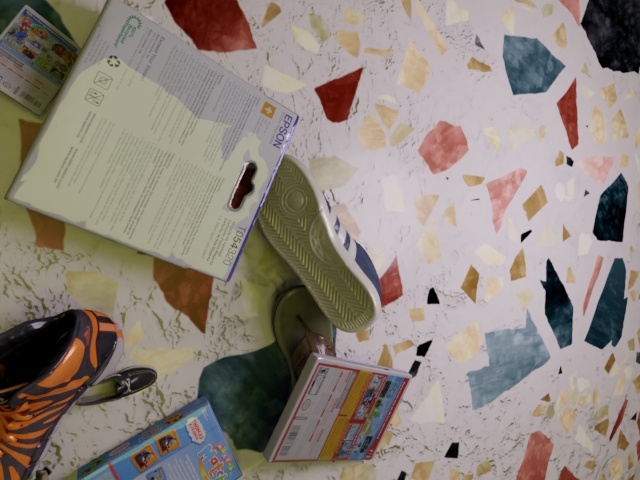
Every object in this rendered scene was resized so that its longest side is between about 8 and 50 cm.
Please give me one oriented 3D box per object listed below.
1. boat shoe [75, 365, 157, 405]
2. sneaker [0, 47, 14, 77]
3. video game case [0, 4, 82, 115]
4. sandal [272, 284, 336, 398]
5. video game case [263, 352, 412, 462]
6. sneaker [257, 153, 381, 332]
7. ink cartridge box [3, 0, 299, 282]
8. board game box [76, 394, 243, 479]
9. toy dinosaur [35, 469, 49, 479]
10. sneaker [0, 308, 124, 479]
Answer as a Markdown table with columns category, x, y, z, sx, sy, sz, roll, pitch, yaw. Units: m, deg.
| category | x | y | z | sx | sy | sz | roll | pitch | yaw |
| --- | --- | --- | --- | --- | --- | --- | --- | --- | --- |
| boat shoe | -0.320 | 0.228 | 0.657 | 0.125 | 0.038 | 0.046 | -2 | 93 | -28 |
| sneaker | -0.443 | -0.252 | 0.580 | 0.035 | 0.031 | 0.083 | -7 | 100 | -41 |
| video game case | -0.404 | -0.251 | 0.588 | 0.087 | 0.011 | 0.122 | 38 | 67 | -40 |
| sandal | -0.009 | 0.229 | 0.795 | 0.120 | 0.086 | 0.302 | -14 | 99 | -27 |
| video game case | 0.047 | 0.331 | 0.811 | 0.285 | 0.025 | 0.204 | 24 | 92 | -39 |
| sneaker | 0.000 | 0.000 | 0.785 | 0.131 | 0.148 | 0.349 | -29 | 87 | 18 |
| ink cartridge box | -0.239 | -0.139 | 0.667 | 0.330 | 0.071 | 0.323 | 27 | 80 | -28 |
| board game box | -0.256 | 0.386 | 0.697 | 0.212 | 0.039 | 0.160 | -25 | 104 | -24 |
| toy dinosaur | -0.406 | 0.437 | 0.591 | 0.268 | 0.064 | 0.118 | -57 | 143 | 1 |
| sneaker | -0.402 | 0.214 | 0.520 | 0.125 | 0.180 | 0.321 | 29 | 69 | 7 |
